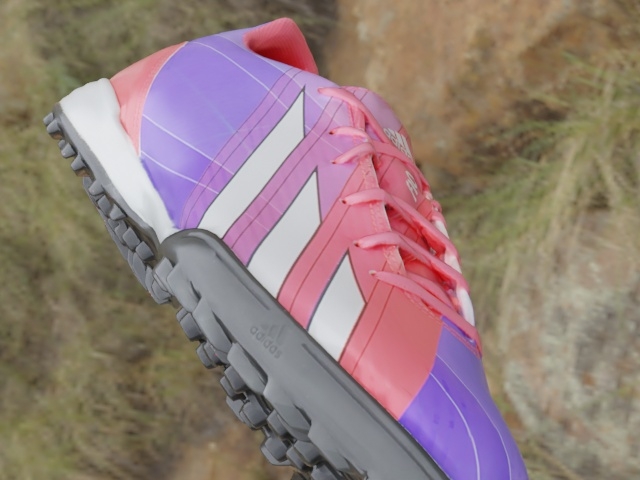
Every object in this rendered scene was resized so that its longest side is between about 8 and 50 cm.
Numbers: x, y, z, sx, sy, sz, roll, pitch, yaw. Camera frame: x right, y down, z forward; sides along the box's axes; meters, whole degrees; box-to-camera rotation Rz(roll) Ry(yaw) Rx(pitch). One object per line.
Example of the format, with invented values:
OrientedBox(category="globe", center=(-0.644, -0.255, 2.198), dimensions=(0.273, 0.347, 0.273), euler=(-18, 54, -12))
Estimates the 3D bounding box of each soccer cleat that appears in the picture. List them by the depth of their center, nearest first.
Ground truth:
OrientedBox(category="soccer cleat", center=(0.000, 0.000, 0.544), dimensions=(0.116, 0.108, 0.318), euler=(-32, 33, -8))
